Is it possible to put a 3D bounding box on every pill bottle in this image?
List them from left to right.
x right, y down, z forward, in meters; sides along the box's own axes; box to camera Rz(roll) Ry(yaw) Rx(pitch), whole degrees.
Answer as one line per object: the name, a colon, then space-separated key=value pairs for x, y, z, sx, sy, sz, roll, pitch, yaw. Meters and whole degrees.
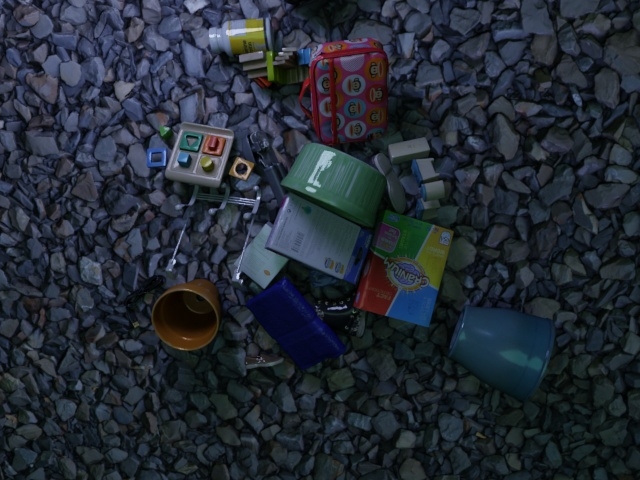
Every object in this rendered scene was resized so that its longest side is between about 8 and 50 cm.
pill bottle: x=-0.235 y=-0.608 z=1.463 sx=0.184 sy=0.103 sz=0.103 roll=-5 pitch=99 yaw=2

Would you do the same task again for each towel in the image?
towel: x=-0.078 y=0.269 z=1.574 sx=0.228 sy=0.076 sz=0.308 roll=-33 pitch=101 yaw=40

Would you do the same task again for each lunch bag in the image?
lunch bag: x=0.014 y=0.115 z=1.590 sx=0.098 sy=0.065 sz=0.067 roll=-15 pitch=98 yaw=4
lunch bag: x=0.065 y=-0.428 z=1.420 sx=0.258 sy=0.120 sz=0.293 roll=-7 pitch=133 yaw=-1

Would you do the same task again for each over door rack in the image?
over door rack: x=-0.327 y=-0.031 z=1.488 sx=0.239 sy=0.108 sz=0.324 roll=8 pitch=75 yaw=10

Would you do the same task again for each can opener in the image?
can opener: x=-0.161 y=-0.211 z=1.552 sx=0.095 sy=0.076 sz=0.283 roll=-17 pitch=100 yaw=36

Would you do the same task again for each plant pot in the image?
plant pot: x=-0.404 y=0.214 z=1.545 sx=0.205 sy=0.188 sz=0.205 roll=0 pitch=107 yaw=1
plant pot: x=0.548 y=0.326 z=1.525 sx=0.255 sy=0.271 sz=0.271 roll=20 pitch=99 yaw=12

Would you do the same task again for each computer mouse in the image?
computer mouse: x=-0.545 y=0.262 z=1.627 sx=0.184 sy=0.060 sz=0.262 roll=-31 pitch=97 yaw=5

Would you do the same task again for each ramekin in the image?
ramekin: x=0.048 y=-0.166 z=1.435 sx=0.303 sy=0.303 sz=0.148 roll=24 pitch=91 yaw=-3

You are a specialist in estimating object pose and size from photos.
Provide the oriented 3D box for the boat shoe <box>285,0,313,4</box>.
boat shoe: x=0.069 y=-0.853 z=1.399 sx=0.500 sy=0.156 sz=0.187 roll=-38 pitch=91 yaw=-5

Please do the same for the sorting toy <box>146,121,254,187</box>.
sorting toy: x=-0.375 y=-0.271 z=1.509 sx=0.348 sy=0.047 sz=0.196 roll=10 pitch=76 yaw=5

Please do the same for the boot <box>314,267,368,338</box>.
boot: x=0.071 y=0.196 z=1.593 sx=0.178 sy=0.085 sz=0.236 roll=8 pitch=98 yaw=3

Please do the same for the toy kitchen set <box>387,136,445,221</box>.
toy kitchen set: x=0.293 y=-0.185 z=1.537 sx=0.122 sy=0.166 sz=0.207 roll=-12 pitch=63 yaw=-3

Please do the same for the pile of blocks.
pile of blocks: x=-0.055 y=-0.503 z=1.453 sx=0.362 sy=0.149 sz=0.112 roll=-4 pitch=98 yaw=1

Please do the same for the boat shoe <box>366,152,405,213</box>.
boat shoe: x=0.208 y=-0.177 z=1.554 sx=0.065 sy=0.075 sz=0.206 roll=-12 pitch=109 yaw=46

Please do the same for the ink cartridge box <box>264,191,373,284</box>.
ink cartridge box: x=0.000 y=0.000 z=1.518 sx=0.311 sy=0.065 sz=0.186 roll=24 pitch=76 yaw=-17

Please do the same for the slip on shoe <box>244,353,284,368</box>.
slip on shoe: x=-0.192 y=0.404 z=1.651 sx=0.135 sy=0.051 sz=0.041 roll=-10 pitch=87 yaw=9

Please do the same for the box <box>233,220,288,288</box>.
box: x=-0.173 y=0.045 z=1.570 sx=0.130 sy=0.091 sz=0.170 roll=39 pitch=97 yaw=-5

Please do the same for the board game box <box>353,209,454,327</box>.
board game box: x=0.263 y=0.089 z=1.530 sx=0.242 sy=0.064 sz=0.316 roll=16 pitch=86 yaw=-11
